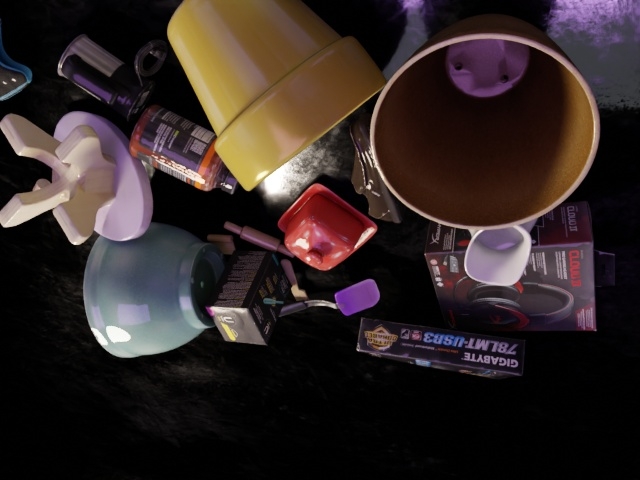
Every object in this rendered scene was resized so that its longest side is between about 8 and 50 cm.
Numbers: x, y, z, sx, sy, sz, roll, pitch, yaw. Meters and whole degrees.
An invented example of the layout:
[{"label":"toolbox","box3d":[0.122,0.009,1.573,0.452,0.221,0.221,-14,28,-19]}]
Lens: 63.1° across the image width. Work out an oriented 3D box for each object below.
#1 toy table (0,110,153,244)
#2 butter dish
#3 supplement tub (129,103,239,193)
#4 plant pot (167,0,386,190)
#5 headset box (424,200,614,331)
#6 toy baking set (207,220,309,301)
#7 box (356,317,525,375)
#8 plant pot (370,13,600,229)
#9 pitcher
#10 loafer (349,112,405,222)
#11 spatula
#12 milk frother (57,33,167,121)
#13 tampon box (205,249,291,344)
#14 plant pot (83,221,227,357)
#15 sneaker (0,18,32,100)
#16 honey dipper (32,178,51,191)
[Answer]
[{"label":"toy table","box3d":[-0.443,-0.115,0.938,0.274,0.161,0.252,45,109,11]},{"label":"butter dish","box3d":[0.000,0.000,1.001,0.160,0.118,0.160,35,134,-13]},{"label":"supplement tub","box3d":[-0.234,-0.157,0.945,0.198,0.106,0.106,27,135,-6]},{"label":"plant pot","box3d":[-0.076,-0.238,0.733,0.254,0.254,0.239,-31,102,38]},{"label":"headset box","box3d":[0.357,0.054,0.929,0.293,0.110,0.218,-5,130,24]},{"label":"toy baking set","box3d":[-0.132,0.053,1.165,0.256,0.030,0.196,20,138,1]},{"label":"box","box3d":[0.237,0.223,1.063,0.293,0.073,0.295,6,166,12]},{"label":"plant pot","box3d":[0.203,-0.184,0.656,0.237,0.254,0.237,10,133,11]},{"label":"pitcher","box3d":[0.277,-0.064,0.779,0.126,0.207,0.177,15,134,6]},{"label":"loafer","box3d":[0.085,-0.112,0.891,0.078,0.080,0.220,-5,130,23]},{"label":"spatula","box3d":[-0.013,0.146,1.173,0.297,0.030,0.084,-12,130,17]},{"label":"milk frother","box3d":[-0.344,-0.299,0.873,0.135,0.129,0.143,33,91,-13]},{"label":"tampon box","box3d":[-0.148,0.117,1.094,0.101,0.161,0.120,1,134,21]},{"label":"plant pot","box3d":[-0.312,0.096,1.089,0.196,0.293,0.293,-4,130,17]},{"label":"sneaker","box3d":[-0.623,-0.399,0.875,0.140,0.125,0.340,-17,126,-2]},{"label":"honey dipper","box3d":[-0.667,-0.094,1.215,0.030,0.030,0.161,41,134,-19]}]
